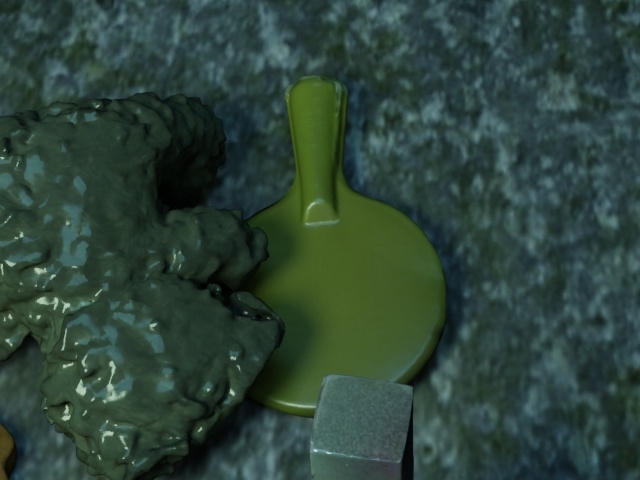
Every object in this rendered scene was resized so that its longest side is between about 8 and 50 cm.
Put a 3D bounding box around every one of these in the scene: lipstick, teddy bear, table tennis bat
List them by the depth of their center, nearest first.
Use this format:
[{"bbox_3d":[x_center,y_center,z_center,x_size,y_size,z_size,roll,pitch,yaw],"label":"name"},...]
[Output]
[{"bbox_3d":[0.032,0.211,1.234,0.068,0.317,0.066,8,55,8],"label":"lipstick"},{"bbox_3d":[-0.205,0.053,1.458,0.357,0.224,0.368,-19,72,-11],"label":"teddy bear"},{"bbox_3d":[0.000,0.000,1.552,0.224,0.054,0.369,-6,58,4],"label":"table tennis bat"}]

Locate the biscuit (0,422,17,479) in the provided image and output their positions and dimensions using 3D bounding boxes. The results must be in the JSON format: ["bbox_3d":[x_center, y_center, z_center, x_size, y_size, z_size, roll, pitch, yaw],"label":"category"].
[{"bbox_3d":[-0.387,0.268,1.379,0.202,0.047,0.334,30,61,21],"label":"biscuit"}]
